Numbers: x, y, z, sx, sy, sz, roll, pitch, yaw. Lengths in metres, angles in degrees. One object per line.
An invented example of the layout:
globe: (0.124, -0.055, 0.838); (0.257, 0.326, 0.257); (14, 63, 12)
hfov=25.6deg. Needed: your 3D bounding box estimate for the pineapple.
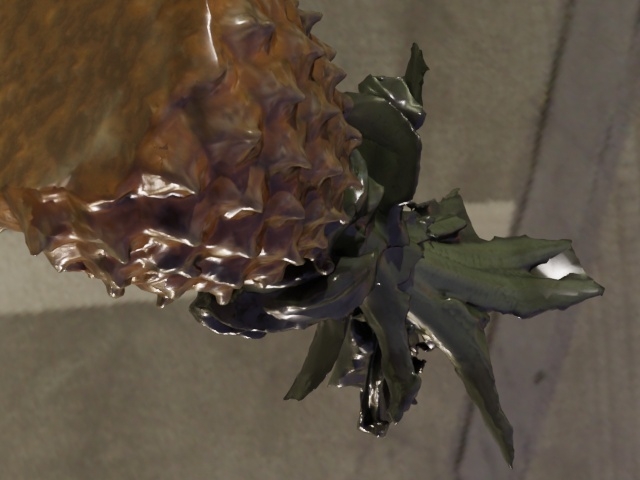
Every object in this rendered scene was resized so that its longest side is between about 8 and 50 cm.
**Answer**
pineapple: (0.000, 0.000, 0.486); (0.119, 0.130, 0.277); (-27, 150, 21)
